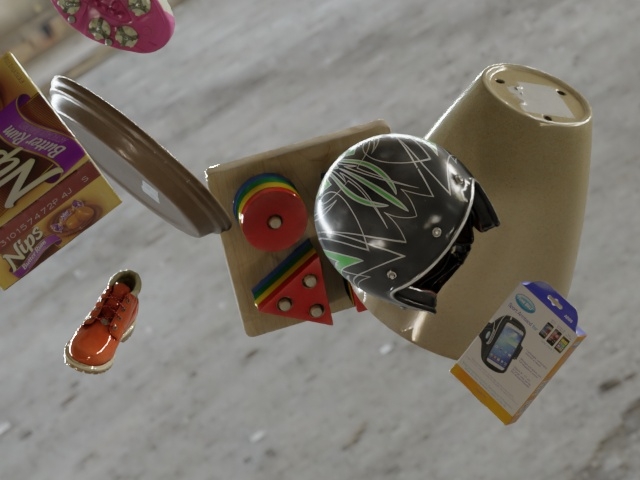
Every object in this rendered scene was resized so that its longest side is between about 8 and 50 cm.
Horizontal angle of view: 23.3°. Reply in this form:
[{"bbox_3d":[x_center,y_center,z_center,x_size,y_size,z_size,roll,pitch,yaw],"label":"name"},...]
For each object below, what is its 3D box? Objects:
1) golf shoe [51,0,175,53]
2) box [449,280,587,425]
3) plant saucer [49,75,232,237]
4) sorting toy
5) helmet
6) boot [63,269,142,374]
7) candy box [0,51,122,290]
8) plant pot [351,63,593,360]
[{"bbox_3d":[-0.281,-0.336,1.771,0.115,0.306,0.140,-50,3,32],"label":"golf shoe"},{"bbox_3d":[0.198,0.105,1.523,0.136,0.081,0.028,-53,-23,18],"label":"box"},{"bbox_3d":[-0.223,-0.092,1.863,0.041,0.278,0.278,-51,19,-11],"label":"plant saucer"},{"bbox_3d":[0.000,0.000,2.079,0.255,0.257,0.089,-16,29,-7],"label":"sorting toy"},{"bbox_3d":[0.075,-0.021,1.448,0.169,0.161,0.169,-12,62,24],"label":"helmet"},{"bbox_3d":[-0.251,0.093,1.806,0.158,0.059,0.085,-64,-4,-61],"label":"boot"},{"bbox_3d":[-0.234,-0.055,1.154,0.109,0.053,0.187,-37,41,-4],"label":"candy box"},{"bbox_3d":[0.193,-0.046,1.715,0.256,0.256,0.274,-57,-10,-58],"label":"plant pot"}]
